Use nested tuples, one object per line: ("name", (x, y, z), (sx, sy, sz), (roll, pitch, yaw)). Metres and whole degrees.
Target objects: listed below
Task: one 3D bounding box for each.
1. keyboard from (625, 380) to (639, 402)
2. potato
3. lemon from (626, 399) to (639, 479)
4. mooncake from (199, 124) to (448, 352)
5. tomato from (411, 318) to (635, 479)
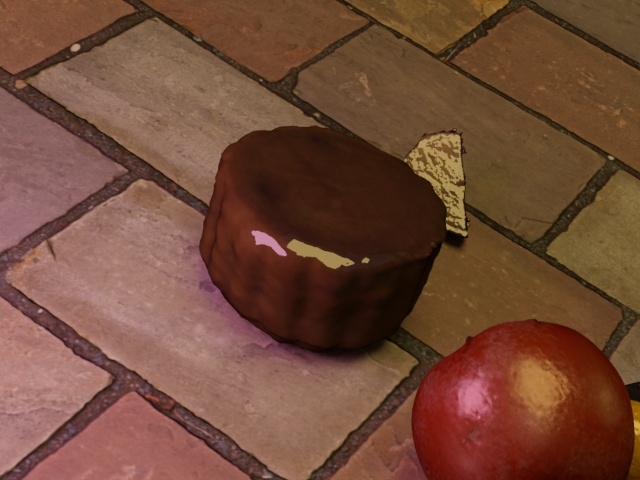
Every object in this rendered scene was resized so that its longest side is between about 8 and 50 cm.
("keyboard", (0.533, 0.254, 1.824), (0.103, 0.041, 0.381), (-8, 15, -32))
("potato", (0.176, -0.074, 2.153), (0.100, 0.089, 0.172), (-6, 75, 0))
("lemon", (0.395, 0.263, 1.796), (0.114, 0.155, 0.114), (-25, 24, 12))
("mooncake", (-0.001, -0.001, 1.900), (0.323, 0.187, 0.324), (12, 38, -9))
("tomato", (0.242, 0.233, 1.674), (0.264, 0.265, 0.265), (11, 40, -10))
